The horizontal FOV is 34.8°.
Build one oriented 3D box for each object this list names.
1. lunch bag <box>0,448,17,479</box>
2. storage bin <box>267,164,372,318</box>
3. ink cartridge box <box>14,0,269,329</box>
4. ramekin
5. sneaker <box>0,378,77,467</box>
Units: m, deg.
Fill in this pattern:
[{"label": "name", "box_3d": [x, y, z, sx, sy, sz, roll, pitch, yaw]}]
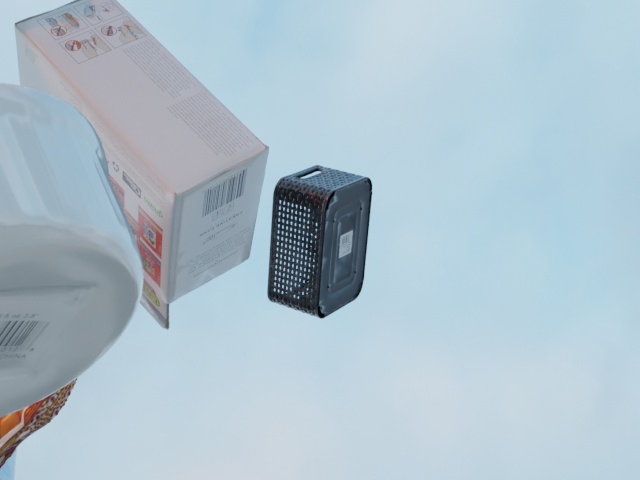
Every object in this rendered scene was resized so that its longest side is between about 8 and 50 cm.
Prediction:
[{"label": "lunch bag", "box_3d": [-0.624, 0.355, 1.402, 0.385, 0.328, 0.239, -25, -68, -7]}, {"label": "storage bin", "box_3d": [0.000, 0.000, 1.378, 0.084, 0.122, 0.180, 17, -66, 29]}, {"label": "ink cartridge box", "box_3d": [-0.221, -0.091, 1.220, 0.309, 0.130, 0.272, 45, -33, 22]}, {"label": "ramekin", "box_3d": [-0.269, 0.027, 0.771, 0.277, 0.135, 0.277, -25, -28, -14]}, {"label": "sneaker", "box_3d": [-0.309, 0.171, 1.000, 0.175, 0.064, 0.067, -43, -105, -11]}]
